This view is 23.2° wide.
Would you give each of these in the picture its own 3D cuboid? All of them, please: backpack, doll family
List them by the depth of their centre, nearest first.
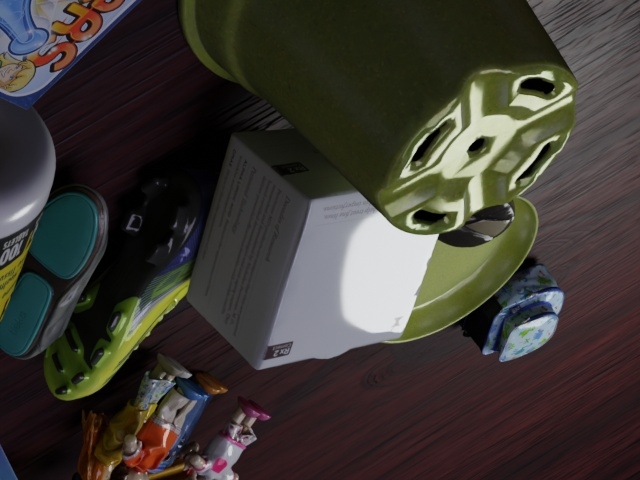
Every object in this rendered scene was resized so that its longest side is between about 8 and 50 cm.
[{"bbox_3d":[-0.175,0.212,1.677,0.163,0.118,0.263,-54,154,2],"label":"doll family"},{"bbox_3d":[0.246,0.090,1.921,0.114,0.084,0.105,-24,150,-22],"label":"backpack"}]

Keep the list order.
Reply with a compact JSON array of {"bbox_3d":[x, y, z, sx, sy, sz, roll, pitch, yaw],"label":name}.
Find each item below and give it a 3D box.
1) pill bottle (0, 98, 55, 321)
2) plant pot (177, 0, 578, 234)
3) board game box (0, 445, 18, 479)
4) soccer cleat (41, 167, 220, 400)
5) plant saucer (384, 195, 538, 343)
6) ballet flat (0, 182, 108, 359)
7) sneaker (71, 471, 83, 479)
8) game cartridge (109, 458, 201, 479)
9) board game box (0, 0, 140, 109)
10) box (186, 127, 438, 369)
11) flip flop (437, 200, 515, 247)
[{"bbox_3d":[-0.333,0.033,1.185,0.188,0.188,0.334,-8,140,-37],"label":"pill bottle"},{"bbox_3d":[0.065,-0.152,1.247,0.276,0.254,0.276,-25,148,-17],"label":"plant pot"},{"bbox_3d":[-0.420,0.230,1.333,0.291,0.232,0.141,5,131,-48],"label":"board game box"},{"bbox_3d":[-0.163,0.050,1.466,0.121,0.093,0.289,2,133,-49],"label":"soccer cleat"},{"bbox_3d":[0.138,0.023,1.769,0.241,0.037,0.241,-24,147,-17],"label":"plant saucer"},{"bbox_3d":[-0.234,0.020,1.397,0.213,0.072,0.068,-56,169,34],"label":"ballet flat"},{"bbox_3d":[-0.377,0.315,1.635,0.302,0.121,0.108,-7,165,-10],"label":"sneaker"},{"bbox_3d":[-0.296,0.400,1.873,0.285,0.052,0.323,-13,145,-32],"label":"game cartridge"},{"bbox_3d":[-0.164,-0.177,0.963,0.201,0.035,0.136,-41,150,16],"label":"board game box"},{"bbox_3d":[0.000,0.000,1.387,0.181,0.119,0.182,-9,129,-41],"label":"box"},{"bbox_3d":[0.096,-0.089,1.522,0.112,0.080,0.277,-29,136,26],"label":"flip flop"}]
